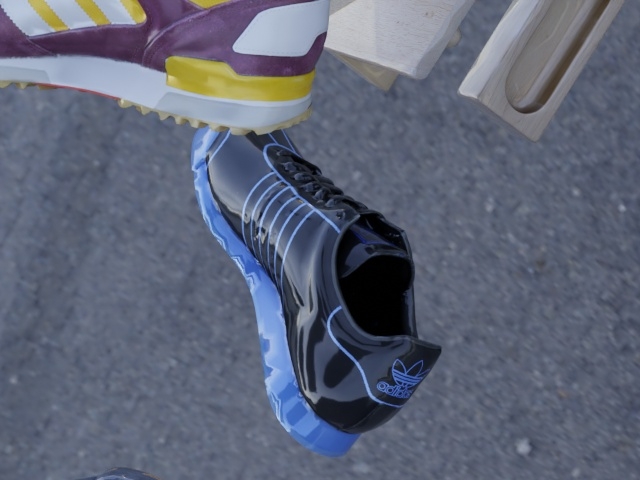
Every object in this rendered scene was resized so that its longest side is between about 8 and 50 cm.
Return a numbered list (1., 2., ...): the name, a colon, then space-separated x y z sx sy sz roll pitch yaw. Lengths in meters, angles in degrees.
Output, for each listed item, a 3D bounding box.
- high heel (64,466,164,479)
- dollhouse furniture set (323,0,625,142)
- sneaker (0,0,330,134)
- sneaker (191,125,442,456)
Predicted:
1. high heel: -0.131 0.267 0.964 0.186 0.093 0.261 -7 108 20
2. dollhouse furniture set: 0.107 -0.118 0.809 0.144 0.151 0.123 -58 30 -2
3. sneaker: -0.086 -0.097 0.559 0.185 0.069 0.084 11 109 6
4. sneaker: 0.000 0.000 0.839 0.090 0.081 0.232 -43 51 29
